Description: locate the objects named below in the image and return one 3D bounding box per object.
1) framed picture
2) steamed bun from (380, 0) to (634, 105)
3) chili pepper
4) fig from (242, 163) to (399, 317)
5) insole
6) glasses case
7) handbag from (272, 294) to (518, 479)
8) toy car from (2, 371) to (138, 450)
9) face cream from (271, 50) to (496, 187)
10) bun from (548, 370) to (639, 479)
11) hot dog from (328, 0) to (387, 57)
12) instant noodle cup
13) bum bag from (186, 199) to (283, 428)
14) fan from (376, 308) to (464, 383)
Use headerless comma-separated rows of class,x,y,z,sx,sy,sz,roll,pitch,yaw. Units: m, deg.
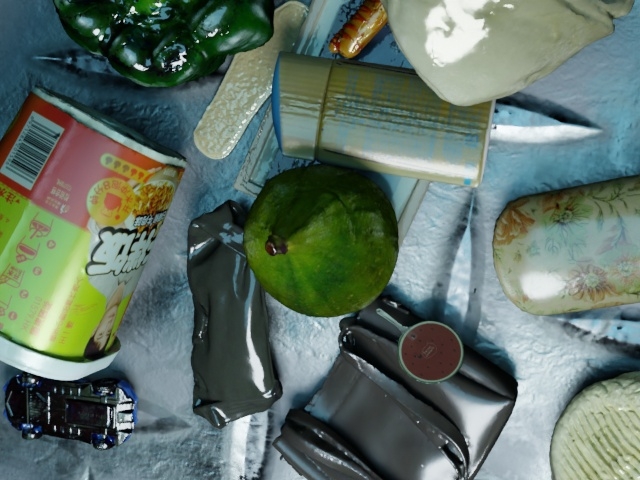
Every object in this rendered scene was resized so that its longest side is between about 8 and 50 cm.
framed picture,0.057,-0.171,1.108,0.247,0.022,0.335,26,100,4
steamed bun,0.202,-0.356,0.913,0.352,0.247,0.339,-32,87,-9
chili pepper,-0.191,-0.308,1.030,0.233,0.256,0.249,-37,90,8
fig,0.000,0.000,1.006,0.203,0.235,0.203,0,91,4
insole,-0.095,-0.221,1.142,0.081,0.011,0.248,36,102,5
glasses case,0.425,-0.009,1.020,0.425,0.098,0.157,-10,92,12
handbag,0.094,0.243,1.114,0.257,0.113,0.285,34,102,13
toy car,-0.366,0.243,1.224,0.216,0.063,0.103,4,97,16
face cream,0.072,-0.156,1.057,0.284,0.067,0.140,10,82,6
bun,0.397,0.273,1.035,0.220,0.134,0.221,-21,59,40
hot dog,0.066,-0.289,1.052,0.038,0.062,0.144,39,103,-20
instant noodle cup,-0.339,-0.019,1.100,0.293,0.294,0.308,29,95,7
bum bag,-0.118,0.106,1.155,0.142,0.079,0.327,4,101,18
fan,0.123,0.128,1.071,0.133,0.005,0.085,39,75,21
